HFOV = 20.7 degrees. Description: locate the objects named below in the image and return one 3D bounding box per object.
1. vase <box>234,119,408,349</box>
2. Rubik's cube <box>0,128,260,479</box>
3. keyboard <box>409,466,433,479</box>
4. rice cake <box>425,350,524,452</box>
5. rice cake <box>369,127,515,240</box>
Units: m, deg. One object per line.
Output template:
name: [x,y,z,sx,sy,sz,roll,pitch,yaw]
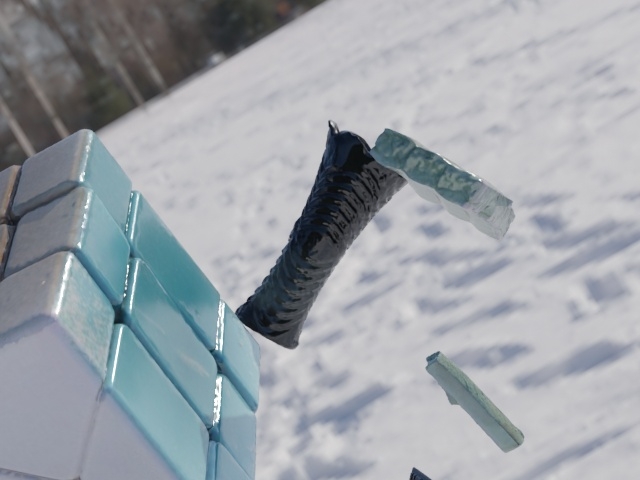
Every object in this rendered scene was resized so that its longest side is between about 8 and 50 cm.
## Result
vase: [0.000,0.000,1.894,0.237,0.115,0.115,-60,3,4]
Rubik's cube: [-0.265,0.149,1.601,0.319,0.322,0.316,-26,29,16]
keyboard: [0.115,0.272,1.703,0.010,0.063,0.198,8,4,-16]
rice cake: [0.210,0.225,2.429,0.042,0.180,0.030,-36,14,36]
rice cake: [0.132,-0.054,1.773,0.043,0.127,0.237,-59,-14,1]
